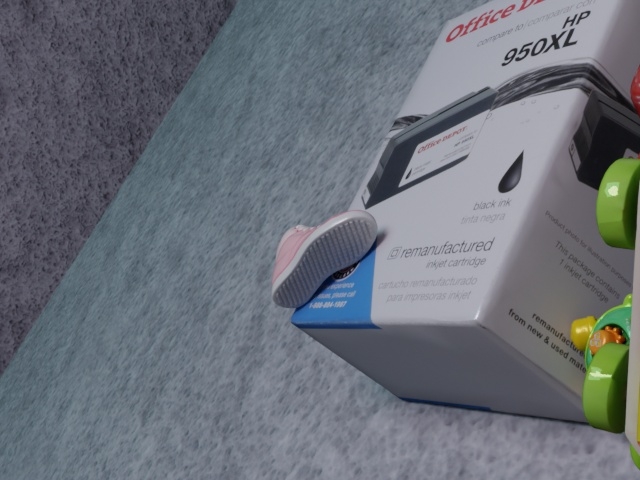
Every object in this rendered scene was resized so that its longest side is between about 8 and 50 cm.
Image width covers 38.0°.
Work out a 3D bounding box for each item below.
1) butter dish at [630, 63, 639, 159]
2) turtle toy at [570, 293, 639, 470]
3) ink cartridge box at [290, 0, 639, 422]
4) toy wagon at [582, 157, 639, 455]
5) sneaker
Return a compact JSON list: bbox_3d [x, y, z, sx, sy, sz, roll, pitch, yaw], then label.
[{"bbox_3d":[0.266,-0.118,0.595,0.160,0.118,0.160,-52,22,1],"label":"butter dish"},{"bbox_3d":[0.232,0.102,0.655,0.095,0.130,0.066,-13,1,17],"label":"turtle toy"},{"bbox_3d":[0.181,-0.052,0.870,0.285,0.166,0.395,-9,49,59],"label":"ink cartridge box"},{"bbox_3d":[0.274,0.012,0.484,0.267,0.068,0.345,9,104,41],"label":"toy wagon"},{"bbox_3d":[0.000,0.000,0.864,0.134,0.051,0.070,-44,30,34],"label":"sneaker"}]
